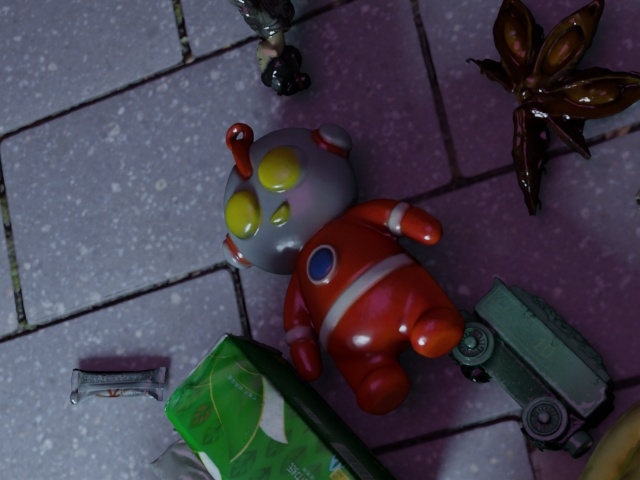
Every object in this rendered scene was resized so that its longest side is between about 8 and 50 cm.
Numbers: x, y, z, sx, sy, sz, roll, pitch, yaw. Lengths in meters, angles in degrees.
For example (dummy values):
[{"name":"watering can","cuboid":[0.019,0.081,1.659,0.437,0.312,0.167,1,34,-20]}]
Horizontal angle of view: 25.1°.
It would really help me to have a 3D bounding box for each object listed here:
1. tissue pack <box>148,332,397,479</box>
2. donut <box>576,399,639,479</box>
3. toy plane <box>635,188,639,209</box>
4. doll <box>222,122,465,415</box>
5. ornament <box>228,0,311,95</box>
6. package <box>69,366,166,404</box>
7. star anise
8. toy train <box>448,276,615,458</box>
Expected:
[{"name":"tissue pack","cuboid":[-0.041,0.216,1.296,0.156,0.148,0.209,-48,66,7]},{"name":"donut","cuboid":[0.396,0.262,1.048,0.449,0.198,0.449,-4,72,13]},{"name":"toy plane","cuboid":[0.373,-0.073,1.187,0.242,0.104,0.256,11,73,55]},{"name":"doll","cuboid":[0.000,0.000,1.332,0.200,0.105,0.336,-49,55,20]},{"name":"ornament","cuboid":[-0.068,-0.235,1.417,0.153,0.166,0.196,-9,91,23]},{"name":"package","cuboid":[-0.206,0.146,1.457,0.110,0.015,0.037,-4,79,24]},{"name":"star anise","cuboid":[0.221,-0.145,1.306,0.157,0.053,0.212,-24,70,18]},{"name":"toy train","cuboid":[0.187,0.111,1.264,0.099,0.070,0.172,-45,65,1]}]
